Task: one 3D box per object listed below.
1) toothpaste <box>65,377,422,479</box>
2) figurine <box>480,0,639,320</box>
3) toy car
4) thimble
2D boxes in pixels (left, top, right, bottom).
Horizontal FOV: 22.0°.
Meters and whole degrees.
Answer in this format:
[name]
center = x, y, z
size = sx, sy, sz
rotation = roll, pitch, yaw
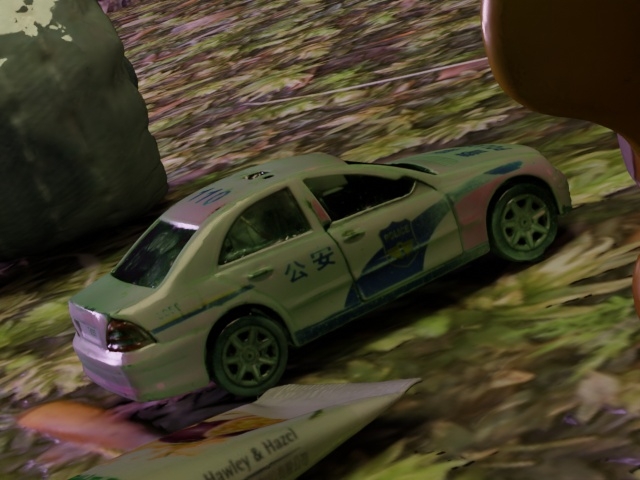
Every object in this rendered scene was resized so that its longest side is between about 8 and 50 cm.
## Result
[toothpaste]
center = -0.093, 0.107, 0.498
size = 0.058, 0.056, 0.314
rotation = 38, 43, 24
[figurine]
center = 0.169, -0.046, 0.512
size = 0.215, 0.215, 0.228
rotation = -26, 31, -26
[toy car]
center = 0.000, 0.000, 0.707
size = 0.224, 0.076, 0.090
rotation = -25, 14, -21
[thimble]
center = -0.199, -0.095, 1.048
size = 0.172, 0.205, 0.250
rotation = -21, 20, -8
